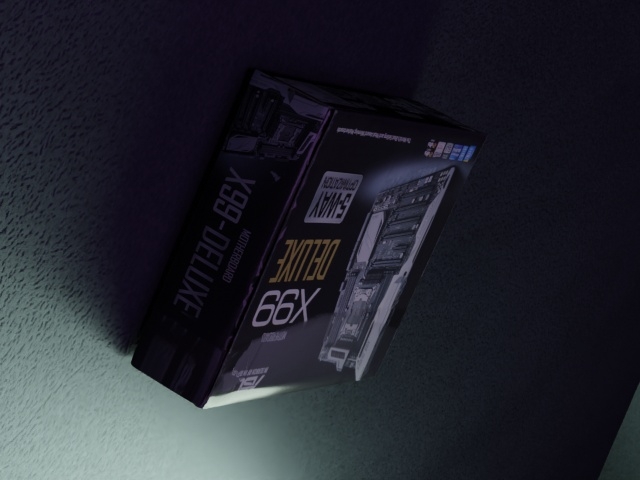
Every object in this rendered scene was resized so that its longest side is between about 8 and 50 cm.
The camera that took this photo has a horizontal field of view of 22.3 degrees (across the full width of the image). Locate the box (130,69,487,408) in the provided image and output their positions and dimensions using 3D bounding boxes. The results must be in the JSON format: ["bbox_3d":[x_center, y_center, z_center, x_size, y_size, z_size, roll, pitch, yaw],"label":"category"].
[{"bbox_3d":[0.000,0.000,1.290,0.307,0.076,0.242,1,115,-64],"label":"box"}]
